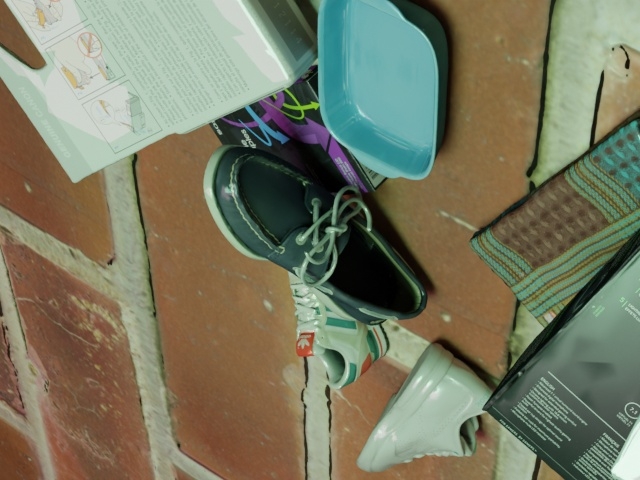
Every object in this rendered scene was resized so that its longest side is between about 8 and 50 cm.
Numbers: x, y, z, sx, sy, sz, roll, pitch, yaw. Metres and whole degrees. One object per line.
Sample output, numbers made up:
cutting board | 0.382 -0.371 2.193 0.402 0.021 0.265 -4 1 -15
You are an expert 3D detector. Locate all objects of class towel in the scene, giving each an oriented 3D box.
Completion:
towel | 0.300 0.088 1.255 0.370 0.040 0.271 46 148 -1

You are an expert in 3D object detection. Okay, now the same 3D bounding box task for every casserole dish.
casserole dish | 0.053 -0.128 1.288 0.114 0.037 0.188 29 144 24

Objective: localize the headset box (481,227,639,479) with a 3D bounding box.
headset box | 0.296 0.084 1.099 0.246 0.131 0.283 40 130 5

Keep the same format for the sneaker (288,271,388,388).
sneaker | 0.001 0.068 1.537 0.057 0.075 0.161 -1 127 49

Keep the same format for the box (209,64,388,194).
box | -0.026 -0.088 1.430 0.162 0.029 0.116 -5 123 52

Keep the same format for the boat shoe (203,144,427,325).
boat shoe | 0.000 0.000 1.392 0.079 0.095 0.254 5 150 43

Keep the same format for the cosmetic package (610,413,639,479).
cosmetic package | 0.371 0.125 0.860 0.385 0.217 0.156 28 115 12

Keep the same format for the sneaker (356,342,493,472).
sneaker | 0.103 0.183 1.563 0.094 0.080 0.212 30 146 0

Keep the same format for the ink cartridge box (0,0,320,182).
ink cartridge box | -0.181 -0.219 1.329 0.261 0.066 0.296 -21 110 37
